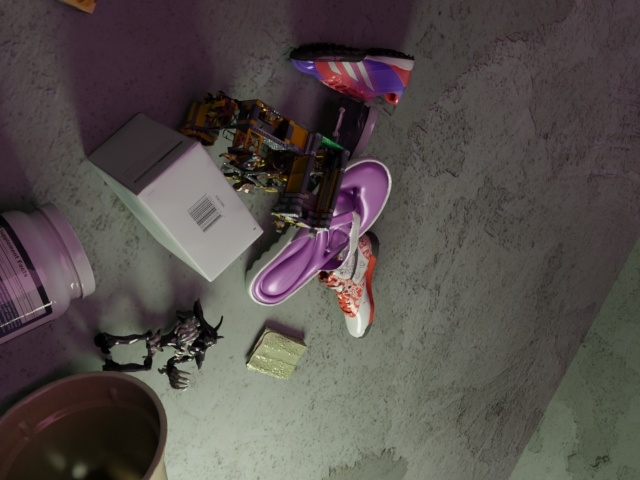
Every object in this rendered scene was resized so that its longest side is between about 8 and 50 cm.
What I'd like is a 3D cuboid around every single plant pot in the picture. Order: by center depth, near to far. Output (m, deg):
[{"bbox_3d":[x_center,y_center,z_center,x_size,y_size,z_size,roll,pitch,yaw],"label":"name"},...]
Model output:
[{"bbox_3d":[-0.403,0.461,1.302,0.334,0.334,0.305,-33,135,-25],"label":"plant pot"}]

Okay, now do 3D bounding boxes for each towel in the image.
[{"bbox_3d":[-0.102,0.268,1.685,0.148,0.027,0.110,29,90,-44],"label":"towel"}]

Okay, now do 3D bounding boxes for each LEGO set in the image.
[{"bbox_3d":[-0.114,-0.120,1.348,0.331,0.255,0.192,28,74,-51],"label":"LEGO set"}]

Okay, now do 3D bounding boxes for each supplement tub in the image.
[{"bbox_3d":[-0.519,0.068,1.131,0.272,0.191,0.191,-28,125,-29],"label":"supplement tub"}]

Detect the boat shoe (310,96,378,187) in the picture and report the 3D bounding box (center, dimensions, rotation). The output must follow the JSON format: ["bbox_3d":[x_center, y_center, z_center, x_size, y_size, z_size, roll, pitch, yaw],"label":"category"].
[{"bbox_3d":[0.028,-0.164,1.560,0.091,0.114,0.302,21,108,-5],"label":"boat shoe"}]

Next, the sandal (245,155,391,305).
[{"bbox_3d":[0.011,0.005,1.519,0.169,0.102,0.416,26,114,-38],"label":"sandal"}]

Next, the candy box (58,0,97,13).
[{"bbox_3d":[-0.418,-0.435,1.089,0.187,0.053,0.109,18,96,-45],"label":"candy box"}]

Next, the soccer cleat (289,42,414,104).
[{"bbox_3d":[0.069,-0.345,1.506,0.318,0.109,0.116,-8,118,-40],"label":"soccer cleat"}]

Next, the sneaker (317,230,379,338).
[{"bbox_3d":[0.054,0.111,1.706,0.145,0.090,0.270,-7,109,-37],"label":"sneaker"}]

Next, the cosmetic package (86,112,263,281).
[{"bbox_3d":[-0.256,-0.079,1.264,0.138,0.225,0.224,-44,131,-13],"label":"cosmetic package"}]

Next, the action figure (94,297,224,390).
[{"bbox_3d":[-0.293,0.215,1.425,0.276,0.141,0.164,-10,113,-33],"label":"action figure"}]
